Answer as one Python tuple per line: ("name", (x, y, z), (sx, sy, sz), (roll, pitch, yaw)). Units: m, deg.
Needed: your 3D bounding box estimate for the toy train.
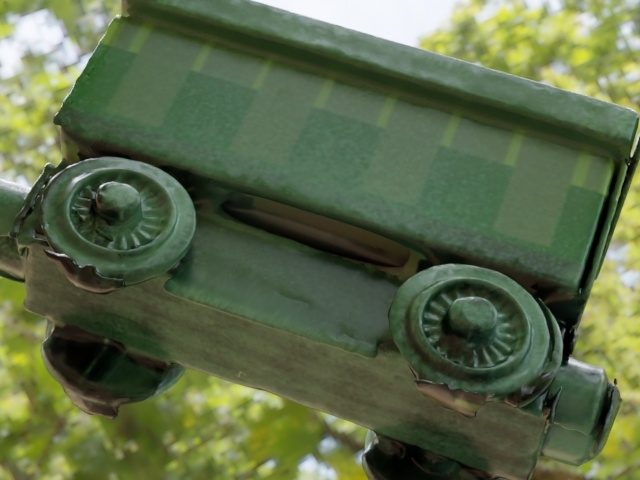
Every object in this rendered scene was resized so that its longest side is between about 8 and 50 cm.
("toy train", (0.000, 0.000, 0.785), (0.301, 0.202, 0.120), (17, -37, 7))
